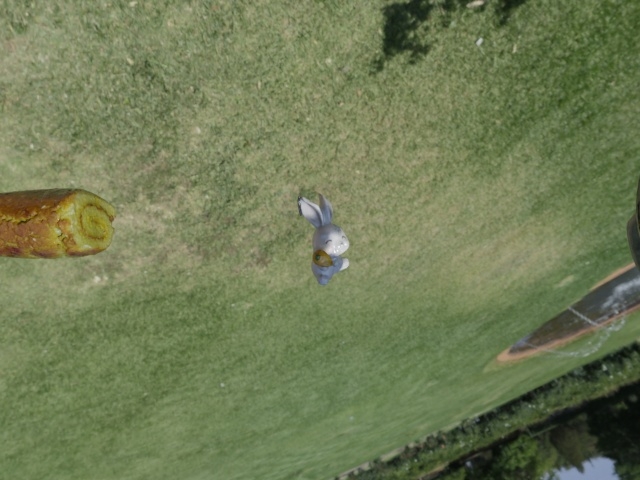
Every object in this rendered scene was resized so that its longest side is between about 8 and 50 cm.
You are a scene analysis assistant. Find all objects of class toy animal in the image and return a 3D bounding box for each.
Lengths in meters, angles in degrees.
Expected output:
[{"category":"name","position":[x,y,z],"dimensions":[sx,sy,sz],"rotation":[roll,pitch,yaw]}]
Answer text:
[{"category":"toy animal","position":[0.000,0.000,1.025],"dimensions":[0.131,0.127,0.181],"rotation":[-31,135,-35]}]

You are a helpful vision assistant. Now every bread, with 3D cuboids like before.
[{"category":"bread","position":[-0.411,-0.024,0.693],"dimensions":[0.172,0.103,0.132],"rotation":[0,174,4]}]

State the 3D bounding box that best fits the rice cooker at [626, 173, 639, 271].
[{"category":"rice cooker","position":[0.398,-0.023,0.330],"dimensions":[0.317,0.264,0.316],"rotation":[-8,173,-1]}]
